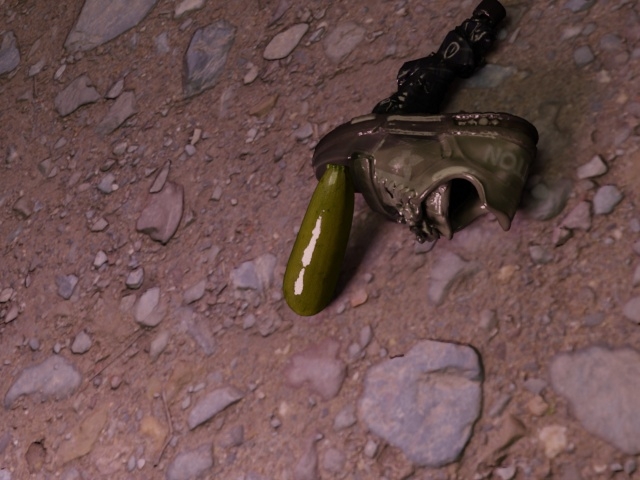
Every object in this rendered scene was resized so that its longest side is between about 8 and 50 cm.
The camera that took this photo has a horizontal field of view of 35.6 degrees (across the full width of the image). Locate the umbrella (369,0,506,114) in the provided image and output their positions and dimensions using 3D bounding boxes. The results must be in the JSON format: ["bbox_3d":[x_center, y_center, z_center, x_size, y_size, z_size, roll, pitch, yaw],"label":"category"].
[{"bbox_3d":[0.151,-0.217,1.267,0.224,0.080,0.071,-51,10,-4],"label":"umbrella"}]

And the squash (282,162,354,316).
[{"bbox_3d":[0.000,0.000,1.199,0.066,0.066,0.201,37,121,45],"label":"squash"}]

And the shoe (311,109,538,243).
[{"bbox_3d":[0.105,-0.063,1.168,0.292,0.109,0.149,-5,56,31],"label":"shoe"}]
